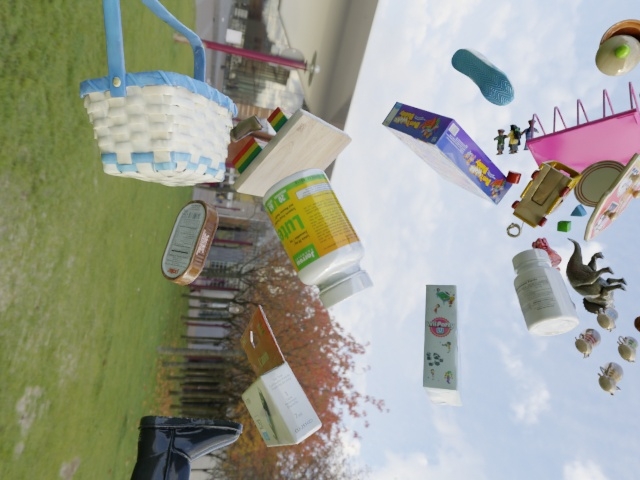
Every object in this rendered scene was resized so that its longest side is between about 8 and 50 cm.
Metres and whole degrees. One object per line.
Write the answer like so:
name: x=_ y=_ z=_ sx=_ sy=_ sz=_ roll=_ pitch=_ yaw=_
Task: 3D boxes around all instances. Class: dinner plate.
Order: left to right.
dinner plate: x=0.786 y=-0.157 z=1.135 sx=0.141 sy=0.017 sz=0.141 roll=-35 pitch=-135 yaw=44

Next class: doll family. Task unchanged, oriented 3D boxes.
doll family: x=0.714 y=-0.377 z=1.472 sx=0.076 sy=0.193 sz=0.111 roll=20 pitch=-59 yaw=53

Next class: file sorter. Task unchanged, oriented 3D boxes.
file sorter: x=0.863 y=-0.350 z=1.316 sx=0.291 sy=0.202 sz=0.182 roll=-11 pitch=-133 yaw=43

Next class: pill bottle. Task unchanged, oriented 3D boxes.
pill bottle: x=0.000 y=0.000 z=0.770 sx=0.245 sy=0.136 sz=0.136 roll=63 pitch=-23 yaw=11
pill bottle: x=0.633 y=0.145 z=1.166 sx=0.131 sy=0.131 sz=0.229 roll=115 pitch=-20 yaw=-52

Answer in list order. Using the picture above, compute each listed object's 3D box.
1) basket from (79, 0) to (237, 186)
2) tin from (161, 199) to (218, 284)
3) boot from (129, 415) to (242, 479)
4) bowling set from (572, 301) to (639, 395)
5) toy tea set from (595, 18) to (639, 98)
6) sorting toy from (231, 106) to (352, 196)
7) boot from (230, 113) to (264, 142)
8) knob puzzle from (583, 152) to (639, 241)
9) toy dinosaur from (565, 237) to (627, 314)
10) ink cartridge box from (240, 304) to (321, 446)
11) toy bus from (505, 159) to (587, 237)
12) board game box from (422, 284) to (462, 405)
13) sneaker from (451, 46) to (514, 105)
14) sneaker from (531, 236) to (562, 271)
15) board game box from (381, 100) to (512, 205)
basket: x=-0.261 y=-0.241 z=0.674 sx=0.255 sy=0.201 sz=0.288 roll=-3 pitch=97 yaw=-77
tin: x=-0.286 y=0.001 z=0.880 sx=0.106 sy=0.040 sz=0.189 roll=5 pitch=-106 yaw=38
boot: x=-0.296 y=0.505 z=0.891 sx=0.094 sy=0.247 sz=0.207 roll=-37 pitch=-135 yaw=42
bowling set: x=0.828 y=0.264 z=1.158 sx=0.200 sy=0.154 sz=0.287 roll=-46 pitch=-115 yaw=37
toy tea set: x=0.619 y=-0.302 z=0.618 sx=0.124 sy=0.336 sz=0.200 roll=-19 pitch=96 yaw=-69
sorting toy: x=-0.082 y=-0.232 z=1.076 sx=0.257 sy=0.255 sz=0.089 roll=-44 pitch=-111 yaw=22
boot: x=-0.189 y=-0.280 z=1.028 sx=0.087 sy=0.042 sz=0.118 roll=-36 pitch=-152 yaw=4
knob puzzle: x=0.627 y=-0.075 z=0.851 sx=0.030 sy=0.213 sz=0.213 roll=43 pitch=-50 yaw=39
toy dinosaur: x=0.926 y=0.140 z=1.391 sx=0.160 sy=0.313 sz=0.121 roll=-42 pitch=178 yaw=39
ink cartridge box: x=-0.126 y=0.311 z=0.889 sx=0.261 sy=0.066 sz=0.296 roll=58 pitch=-29 yaw=15
toy bus: x=0.613 y=-0.118 z=1.110 sx=0.202 sy=0.104 sz=0.190 roll=-9 pitch=-83 yaw=52
board game box: x=0.370 y=0.316 z=1.219 sx=0.224 sy=0.098 sz=0.303 roll=60 pitch=35 yaw=-53
sneaker: x=0.511 y=-0.512 z=1.249 sx=0.092 sy=0.229 sz=0.087 roll=-44 pitch=179 yaw=-45
sneaker: x=0.762 y=0.041 z=1.399 sx=0.221 sy=0.087 sz=0.128 roll=38 pitch=33 yaw=-56
board game box: x=0.365 y=-0.247 z=1.162 sx=0.078 sy=0.347 sz=0.233 roll=-55 pitch=-142 yaw=9
